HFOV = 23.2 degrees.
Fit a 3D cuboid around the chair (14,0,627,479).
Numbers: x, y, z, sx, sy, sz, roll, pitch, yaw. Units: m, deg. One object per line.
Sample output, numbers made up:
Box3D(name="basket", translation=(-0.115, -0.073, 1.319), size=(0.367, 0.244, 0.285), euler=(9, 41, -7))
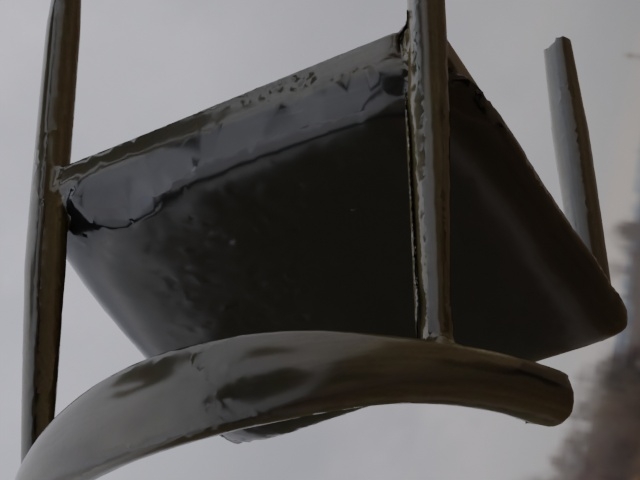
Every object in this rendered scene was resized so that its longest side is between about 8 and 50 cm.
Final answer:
Box3D(name="chair", translation=(0.000, 0.000, 0.551), size=(0.166, 0.188, 0.272), euler=(52, -152, -40))
